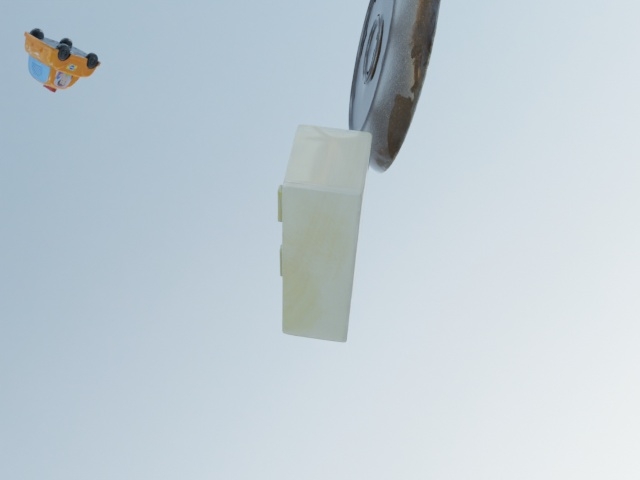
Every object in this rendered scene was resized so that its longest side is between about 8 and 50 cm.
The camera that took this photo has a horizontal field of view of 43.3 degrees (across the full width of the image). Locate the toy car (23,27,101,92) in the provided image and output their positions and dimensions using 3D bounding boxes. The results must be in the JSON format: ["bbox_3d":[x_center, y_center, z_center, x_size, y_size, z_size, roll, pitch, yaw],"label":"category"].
[{"bbox_3d":[-0.231,-0.149,0.608,0.040,0.122,0.060,-64,-3,11],"label":"toy car"}]

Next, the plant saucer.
[{"bbox_3d":[0.086,-0.242,1.040,0.050,0.310,0.310,9,-94,-7],"label":"plant saucer"}]

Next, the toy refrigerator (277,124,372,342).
[{"bbox_3d":[0.000,0.000,0.955,0.269,0.094,0.102,94,-174,-50],"label":"toy refrigerator"}]
